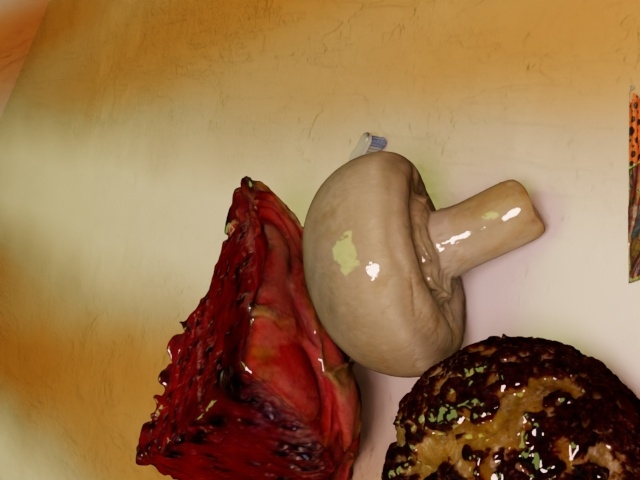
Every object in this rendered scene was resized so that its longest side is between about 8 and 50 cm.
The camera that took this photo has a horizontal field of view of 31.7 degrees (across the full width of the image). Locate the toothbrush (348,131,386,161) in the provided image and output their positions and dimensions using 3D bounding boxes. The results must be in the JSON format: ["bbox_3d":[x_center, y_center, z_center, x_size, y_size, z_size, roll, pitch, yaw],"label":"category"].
[{"bbox_3d":[-0.002,0.000,1.320,0.304,0.030,0.030,-61,32,29],"label":"toothbrush"}]

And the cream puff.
[{"bbox_3d":[0.141,0.188,0.840,0.239,0.165,0.239,-26,59,54],"label":"cream puff"}]

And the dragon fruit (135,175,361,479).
[{"bbox_3d":[-0.012,0.086,1.148,0.286,0.228,0.329,-49,22,50],"label":"dragon fruit"}]

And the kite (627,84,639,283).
[{"bbox_3d":[0.265,-0.018,0.859,0.125,0.008,0.222,-68,29,24],"label":"kite"}]

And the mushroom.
[{"bbox_3d":[0.095,0.011,1.007,0.215,0.207,0.207,-22,54,17],"label":"mushroom"}]
